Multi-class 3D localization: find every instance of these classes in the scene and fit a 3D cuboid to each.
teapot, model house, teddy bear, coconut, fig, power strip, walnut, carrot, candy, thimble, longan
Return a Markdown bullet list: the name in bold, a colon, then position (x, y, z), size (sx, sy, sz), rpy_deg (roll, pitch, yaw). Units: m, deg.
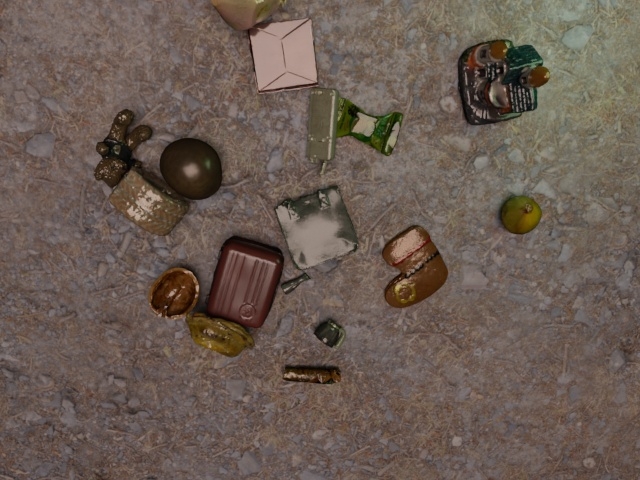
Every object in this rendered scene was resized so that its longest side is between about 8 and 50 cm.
- **teapot**: position (0.038, 0.355, 1.828), size (0.092, 0.124, 0.091), rpy_deg (35, 84, 29)
- **model house**: position (0.592, -0.507, 1.510), size (0.190, 0.301, 0.272), rpy_deg (-12, 105, -7)
- **teddy bear**: position (-0.665, -0.299, 1.579), size (0.182, 0.129, 0.252), rpy_deg (33, 79, -51)
- **coconut**: position (-0.223, -0.752, 1.397), size (0.233, 0.233, 0.245), rpy_deg (49, 58, -14)
- **fig**: position (0.723, -0.093, 1.718), size (0.136, 0.121, 0.153), rpy_deg (-39, 127, 2)
- **teapot**: position (-0.091, 0.158, 1.780), size (0.110, 0.043, 0.043), rpy_deg (-31, 105, 1)
- **power strip**: position (0.005, -0.366, 1.616), size (0.093, 0.053, 0.288), rpy_deg (10, 109, 17)
- **walnut**: position (-0.521, 0.186, 1.736), size (0.167, 0.087, 0.211), rpy_deg (40, 98, -6)
- **carrot**: position (-0.035, 0.529, 1.870), size (0.228, 0.069, 0.069), rpy_deg (4, 105, -2)
- **candy**: position (0.147, -0.394, 1.626), size (0.246, 0.069, 0.149), rpy_deg (17, 105, -1)
- **thimble**: position (-0.566, -0.131, 1.590), size (0.229, 0.196, 0.148), rpy_deg (39, 94, -20)
- **longan**: position (-0.425, -0.235, 1.578), size (0.197, 0.198, 0.213), rpy_deg (-25, 104, 4)

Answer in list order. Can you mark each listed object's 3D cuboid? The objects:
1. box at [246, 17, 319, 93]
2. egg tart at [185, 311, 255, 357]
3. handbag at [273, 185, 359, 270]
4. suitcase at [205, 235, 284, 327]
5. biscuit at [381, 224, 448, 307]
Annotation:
- **box**: position (-0.120, -0.598, 1.546), size (0.215, 0.086, 0.215), rpy_deg (-7, 105, -1)
- **egg tart**: position (-0.368, 0.344, 1.706), size (0.278, 0.279, 0.095), rpy_deg (23, 64, -9)
- **handbag**: position (-0.014, -0.046, 1.688), size (0.247, 0.079, 0.260), rpy_deg (-19, 92, 0)
- **suitcase**: position (-0.266, 0.147, 1.702), size (0.236, 0.161, 0.297), rpy_deg (17, 103, -7)
- **biscuit**: position (0.330, 0.107, 1.781), size (0.262, 0.052, 0.277), rpy_deg (-29, 105, 4)
